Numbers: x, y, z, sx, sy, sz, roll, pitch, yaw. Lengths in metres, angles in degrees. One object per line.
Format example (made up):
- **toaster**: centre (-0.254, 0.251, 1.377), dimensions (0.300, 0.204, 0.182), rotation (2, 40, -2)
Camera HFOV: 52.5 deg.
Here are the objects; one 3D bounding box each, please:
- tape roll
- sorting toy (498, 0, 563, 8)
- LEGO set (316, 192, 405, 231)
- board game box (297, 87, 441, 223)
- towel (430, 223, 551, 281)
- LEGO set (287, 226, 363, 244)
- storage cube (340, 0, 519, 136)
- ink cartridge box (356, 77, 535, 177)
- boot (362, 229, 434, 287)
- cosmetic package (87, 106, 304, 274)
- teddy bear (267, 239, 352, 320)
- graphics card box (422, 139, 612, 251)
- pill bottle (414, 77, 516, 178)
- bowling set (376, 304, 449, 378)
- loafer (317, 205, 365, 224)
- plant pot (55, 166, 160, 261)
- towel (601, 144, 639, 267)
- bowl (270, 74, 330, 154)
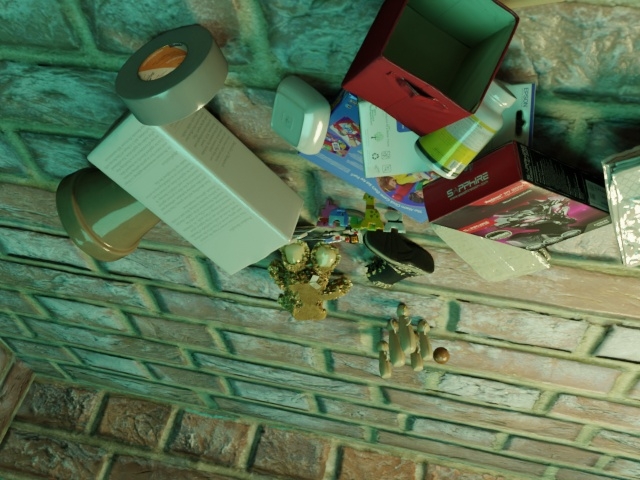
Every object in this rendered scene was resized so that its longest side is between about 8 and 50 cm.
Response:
- **tape roll**: centre (-0.295, -0.328, 1.288), dimensions (0.219, 0.219, 0.072), rotation (-2, 142, 25)
- **sorting toy**: centre (0.286, -0.455, 1.033), dimensions (0.193, 0.038, 0.208), rotation (0, 148, 23)
- **LEGO set**: centre (0.101, -0.076, 1.617), dimensions (0.227, 0.093, 0.087), rotation (5, 176, 9)
- **board game box**: centre (0.156, -0.192, 1.420), dimensions (0.347, 0.078, 0.233), rotation (28, 144, -17)
- **towel**: centre (0.427, 0.002, 1.615), dimensions (0.187, 0.049, 0.282), rotation (-21, 130, 40)
- **LEGO set**: centre (0.000, 0.000, 1.686), dimensions (0.244, 0.182, 0.060), rotation (-2, 102, 23)
- **storage cube**: centre (0.178, -0.313, 1.086), dimensions (0.183, 0.215, 0.193), rotation (29, 170, -14)
- **ink cartridge box**: centre (0.242, -0.222, 1.265), dimensions (0.332, 0.065, 0.165), rotation (-5, 121, 4)
- **boot**: centre (0.168, 0.057, 1.754), dimensions (0.236, 0.085, 0.178), rotation (24, 147, -29)
- **cosmetic package**: centre (-0.283, -0.143, 1.537), dimensions (0.230, 0.161, 0.453), rotation (-28, 120, 36)
- **teddy bear**: centre (-0.036, 0.103, 1.913), dimensions (0.245, 0.113, 0.338), rotation (-10, 140, 8)
- **graphics card box**: centre (0.423, -0.079, 1.350), dimensions (0.371, 0.094, 0.232), rotation (12, 153, -38)
- **pill bottle**: centre (0.263, -0.209, 1.176), dimensions (0.103, 0.103, 0.184), rotation (30, 117, -20)
- **bowling set**: centre (0.302, 0.328, 2.081), dimensions (0.199, 0.154, 0.287), rotation (5, 148, -17)
- **loafer**: centre (0.053, -0.057, 1.690), dimensions (0.125, 0.039, 0.045), rotation (11, 145, 8)
- **plant pot**: centre (-0.519, -0.105, 1.716), dimensions (0.229, 0.263, 0.263), rotation (-25, 131, 21)
- **towel**: centre (0.739, -0.093, 1.261), dimensions (0.331, 0.053, 0.317), rotation (-19, 134, 18)
- **bowl**: centre (-0.051, -0.258, 1.358), dimensions (0.142, 0.053, 0.142), rotation (41, 136, 26)
